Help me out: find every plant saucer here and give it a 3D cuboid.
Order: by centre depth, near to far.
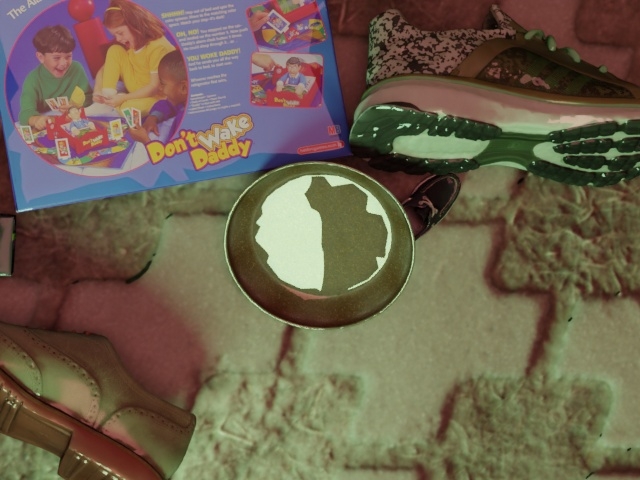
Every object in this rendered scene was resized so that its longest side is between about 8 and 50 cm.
[{"bbox_3d":[0.000,0.000,1.847,0.199,0.036,0.198,2,119,4],"label":"plant saucer"}]

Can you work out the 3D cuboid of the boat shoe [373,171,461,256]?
[{"bbox_3d":[0.102,-0.027,1.892,0.125,0.038,0.046,-38,97,-5],"label":"boat shoe"}]

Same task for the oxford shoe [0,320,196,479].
[{"bbox_3d":[-0.286,0.135,1.821,0.348,0.123,0.130,38,60,-7],"label":"oxford shoe"}]

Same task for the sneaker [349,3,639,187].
[{"bbox_3d":[0.225,-0.170,1.859,0.410,0.158,0.182,4,66,-19],"label":"sneaker"}]

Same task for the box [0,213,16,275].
[{"bbox_3d":[-0.335,0.003,1.805,0.052,0.083,0.062,3,92,-9],"label":"box"}]

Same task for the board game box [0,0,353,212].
[{"bbox_3d":[-0.158,-0.172,1.828,0.347,0.078,0.233,-10,94,-8],"label":"board game box"}]
